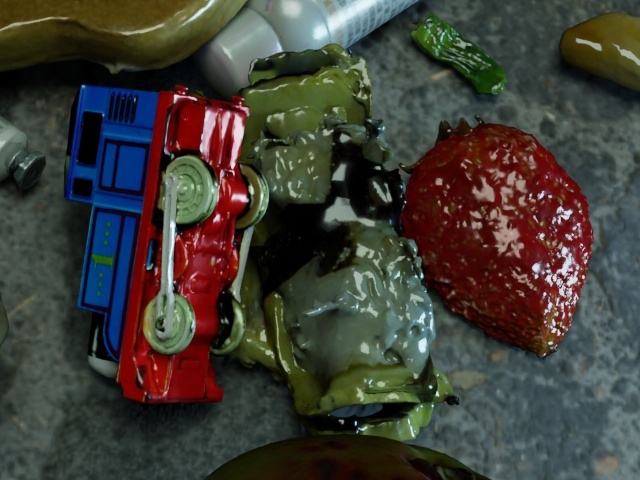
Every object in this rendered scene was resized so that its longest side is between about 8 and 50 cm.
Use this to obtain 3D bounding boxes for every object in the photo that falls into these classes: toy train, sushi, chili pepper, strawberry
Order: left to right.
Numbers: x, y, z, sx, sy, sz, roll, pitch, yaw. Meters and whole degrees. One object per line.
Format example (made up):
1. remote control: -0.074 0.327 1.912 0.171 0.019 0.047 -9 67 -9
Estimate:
1. toy train: -0.107 0.000 1.219 0.131 0.082 0.204 10 92 36
2. sushi: -0.001 0.003 1.249 0.139 0.131 0.291 -7 71 -15
3. chili pepper: 0.106 -0.140 1.404 0.091 0.034 0.030 41 96 13
4. strawberry: 0.128 -0.006 1.310 0.146 0.082 0.187 -17 70 -10

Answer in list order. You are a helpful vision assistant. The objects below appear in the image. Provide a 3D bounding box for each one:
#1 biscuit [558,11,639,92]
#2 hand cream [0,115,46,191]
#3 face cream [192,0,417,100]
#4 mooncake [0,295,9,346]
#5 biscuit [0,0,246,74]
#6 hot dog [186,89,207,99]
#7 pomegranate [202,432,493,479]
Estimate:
1. biscuit: 0.303 -0.121 1.397 0.164 0.047 0.208 -31 62 -21
2. hand cream: -0.280 -0.096 1.311 0.194 0.042 0.067 33 68 15
3. face cream: 0.019 -0.192 1.385 0.269 0.082 0.082 -35 72 -25
4. mooncake: -0.314 0.057 1.149 0.228 0.124 0.228 16 53 -22
5. biscuit: -0.217 -0.217 1.350 0.343 0.057 0.287 21 57 16
6. hot dog: -0.107 -0.054 1.317 0.049 0.037 0.122 33 66 -4
7. pomegranate: 0.027 0.269 1.066 0.290 0.323 0.291 6 29 -3
